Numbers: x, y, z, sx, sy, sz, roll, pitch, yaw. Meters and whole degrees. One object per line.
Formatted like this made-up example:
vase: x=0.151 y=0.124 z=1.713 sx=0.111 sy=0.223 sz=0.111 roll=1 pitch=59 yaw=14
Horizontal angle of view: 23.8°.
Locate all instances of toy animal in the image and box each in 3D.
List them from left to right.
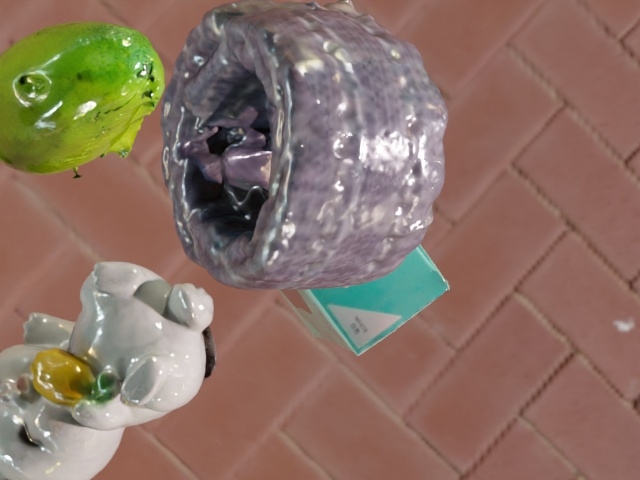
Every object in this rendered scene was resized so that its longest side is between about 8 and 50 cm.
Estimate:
toy animal: x=-0.230 y=0.164 z=1.469 sx=0.208 sy=0.154 sz=0.325 roll=29 pitch=101 yaw=28

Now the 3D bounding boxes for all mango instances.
mango: x=-0.179 y=-0.107 z=1.098 sx=0.119 sy=0.178 sz=0.100 roll=-11 pitch=81 yaw=-41

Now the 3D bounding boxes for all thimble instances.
thimble: x=-0.011 y=-0.047 z=0.772 sx=0.097 sy=0.150 sz=0.150 roll=-3 pitch=88 yaw=-30

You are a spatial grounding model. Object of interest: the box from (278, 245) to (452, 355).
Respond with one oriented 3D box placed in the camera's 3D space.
box: x=0.000 y=0.000 z=1.568 sx=0.118 sy=0.311 sz=0.205 roll=-40 pitch=96 yaw=-7
